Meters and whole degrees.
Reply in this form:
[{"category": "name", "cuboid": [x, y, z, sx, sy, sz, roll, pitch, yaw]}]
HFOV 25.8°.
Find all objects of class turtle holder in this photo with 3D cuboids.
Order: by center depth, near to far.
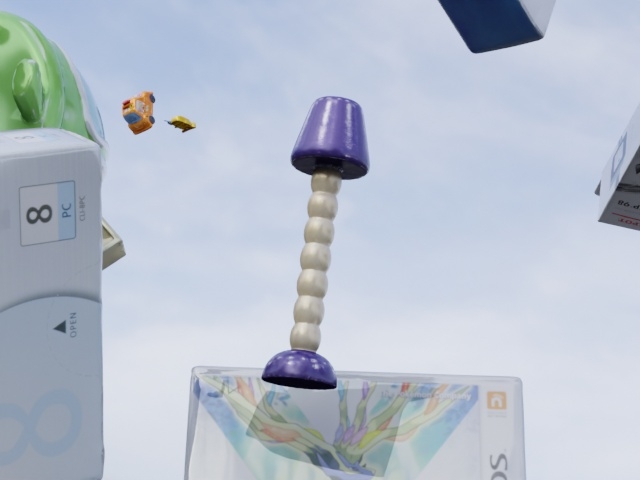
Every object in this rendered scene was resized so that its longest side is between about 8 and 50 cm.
[{"category": "turtle holder", "cuboid": [-0.329, -0.101, 1.530, 0.320, 0.243, 0.227, 29, -6, 32]}]

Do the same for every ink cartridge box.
[{"category": "ink cartridge box", "cuboid": [-0.359, 0.082, 1.114, 0.385, 0.308, 0.091, -10, 22, -36]}, {"category": "ink cartridge box", "cuboid": [0.313, -0.056, 1.246, 0.104, 0.060, 0.180, 12, -31, 0]}]

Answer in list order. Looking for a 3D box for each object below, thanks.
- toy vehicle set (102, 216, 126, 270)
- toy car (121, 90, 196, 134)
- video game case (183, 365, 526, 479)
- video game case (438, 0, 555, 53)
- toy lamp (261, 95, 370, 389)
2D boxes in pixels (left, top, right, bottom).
[{"category": "toy vehicle set", "cuboid": [-0.390, -0.031, 1.778, 0.267, 0.166, 0.035, 46, -23, 28]}, {"category": "toy car", "cuboid": [-0.208, -0.169, 1.773, 0.122, 0.060, 0.040, 0, -18, 41]}, {"category": "video game case", "cuboid": [0.033, 0.269, 1.326, 0.329, 0.299, 0.036, 2, -24, -2]}, {"category": "video game case", "cuboid": [0.093, -0.302, 0.898, 0.061, 0.244, 0.269, -7, -43, 36]}, {"category": "toy lamp", "cuboid": [0.000, 0.000, 1.313, 0.080, 0.274, 0.080, 6, -12, 1]}]
